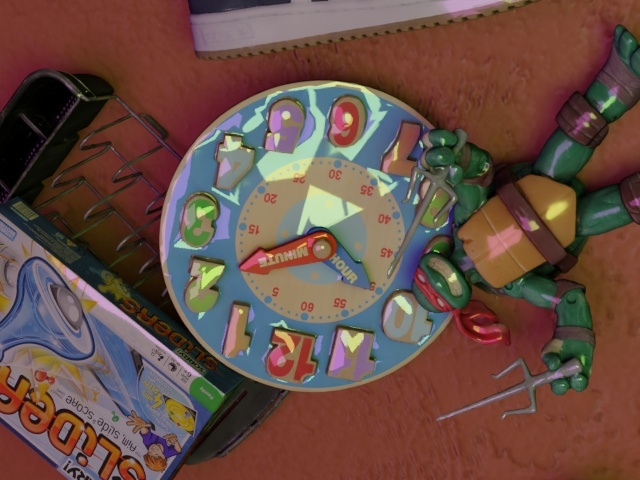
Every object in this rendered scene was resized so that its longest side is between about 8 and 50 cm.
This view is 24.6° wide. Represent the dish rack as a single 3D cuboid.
[{"bbox_3d":[-0.136,0.031,1.033,0.271,0.074,0.208,44,117,6],"label":"dish rack"}]

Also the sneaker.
[{"bbox_3d":[0.030,-0.203,0.881,0.282,0.099,0.153,-6,104,27],"label":"sneaker"}]

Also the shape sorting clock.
[{"bbox_3d":[0.000,0.000,0.944,0.206,0.040,0.206,-2,108,-5],"label":"shape sorting clock"}]

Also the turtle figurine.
[{"bbox_3d":[0.125,-0.010,0.886,0.234,0.118,0.175,-39,102,12],"label":"turtle figurine"}]

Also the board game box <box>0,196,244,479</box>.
[{"bbox_3d":[-0.167,0.084,1.004,0.201,0.035,0.136,37,116,7],"label":"board game box"}]
